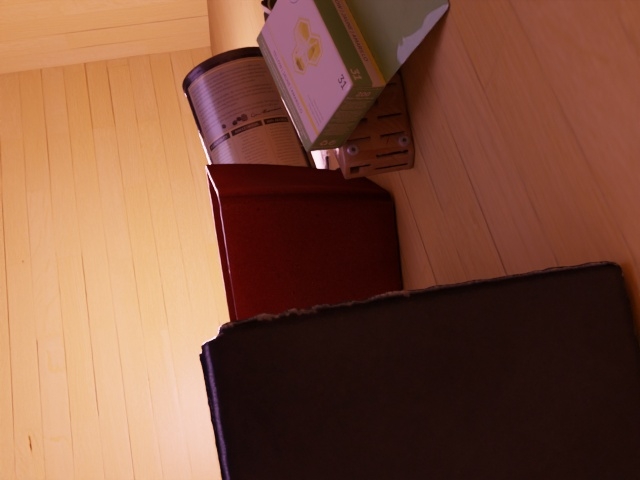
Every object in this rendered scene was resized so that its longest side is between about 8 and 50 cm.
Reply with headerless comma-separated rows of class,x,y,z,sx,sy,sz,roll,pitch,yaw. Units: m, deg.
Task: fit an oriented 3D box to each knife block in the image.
knife block,0.031,-0.210,1.084,0.242,0.088,0.276,161,99,-81

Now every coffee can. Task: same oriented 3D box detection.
coffee can,-0.135,-0.209,1.619,0.201,0.201,0.275,115,136,-74

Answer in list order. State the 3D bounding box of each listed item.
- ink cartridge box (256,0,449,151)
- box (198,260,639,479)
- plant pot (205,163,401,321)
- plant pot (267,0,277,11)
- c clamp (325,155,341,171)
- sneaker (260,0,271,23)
ink cartridge box,0.023,-0.232,0.888,0.235,0.056,0.171,-50,56,50
box,0.071,0.295,0.717,0.472,0.297,0.480,130,130,-80
plant pot,-0.022,0.021,1.184,0.267,0.235,0.267,-129,30,-73
plant pot,-0.047,-0.429,1.385,0.083,0.083,0.079,106,164,-69
c clamp,0.028,-0.086,1.427,0.160,0.022,0.137,178,83,-81
sneaker,-0.069,-0.402,1.589,0.192,0.064,0.086,-112,8,-54
